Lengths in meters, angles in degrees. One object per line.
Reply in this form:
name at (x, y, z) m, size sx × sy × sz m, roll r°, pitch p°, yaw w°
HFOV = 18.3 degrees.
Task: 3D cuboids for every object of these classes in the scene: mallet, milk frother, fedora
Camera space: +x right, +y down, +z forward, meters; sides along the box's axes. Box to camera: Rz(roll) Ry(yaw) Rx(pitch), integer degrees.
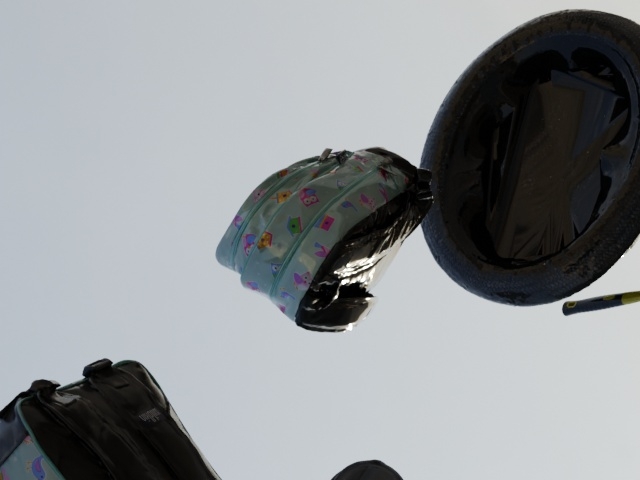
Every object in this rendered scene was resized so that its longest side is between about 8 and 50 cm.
mallet at (0.327, 0.069, 2.115) m, size 0.039 × 0.190 × 0.062 m, roll 39°, pitch -128°, yaw -27°
milk frother at (0.077, 0.291, 2.047) m, size 0.135 × 0.143 × 0.129 m, roll 107°, pitch 159°, yaw -82°
fedora at (0.266, -0.074, 2.133) m, size 0.152 × 0.334 × 0.334 m, roll 31°, pitch -146°, yaw -52°

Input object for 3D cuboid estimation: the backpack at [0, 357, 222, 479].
backpack at (-0.140, 0.195, 1.360) m, size 0.188 × 0.144 × 0.166 m, roll 44°, pitch -156°, yaw 16°

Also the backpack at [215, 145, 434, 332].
backpack at (0.000, 0.000, 1.622) m, size 0.115 × 0.152 × 0.182 m, roll 29°, pitch -156°, yaw 17°
